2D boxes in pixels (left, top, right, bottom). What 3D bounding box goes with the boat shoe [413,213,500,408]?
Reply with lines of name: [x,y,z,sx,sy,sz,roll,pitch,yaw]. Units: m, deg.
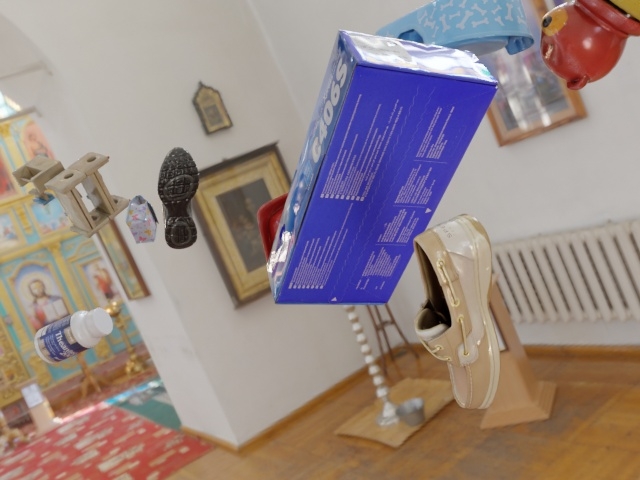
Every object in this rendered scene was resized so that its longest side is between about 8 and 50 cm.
boat shoe: [0.103,0.064,0.493,0.059,0.170,0.063,-14,19,-12]

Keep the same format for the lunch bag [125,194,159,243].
lunch bag: [-0.373,-0.047,1.294,0.053,0.071,0.083,-9,45,0]

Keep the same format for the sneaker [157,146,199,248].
sneaker: [-0.387,-0.121,1.639,0.109,0.286,0.130,-3,33,-22]

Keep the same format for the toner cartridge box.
toner cartridge box: [0.055,-0.063,0.732,0.165,0.075,0.347,4,-48,-20]

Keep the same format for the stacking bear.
stacking bear: [0.396,-0.332,0.783,0.164,0.175,0.289,15,-51,-26]

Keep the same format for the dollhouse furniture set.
dollhouse furniture set: [-0.540,-0.114,1.342,0.184,0.129,0.129,17,48,32]

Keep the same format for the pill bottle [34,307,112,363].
pill bottle: [-0.422,0.161,1.057,0.120,0.067,0.067,-24,2,13]

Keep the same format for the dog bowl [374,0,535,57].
dog bowl: [0.191,-0.312,0.956,0.166,0.074,0.297,-7,4,-28]

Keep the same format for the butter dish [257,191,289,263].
butter dish: [0.000,0.000,0.967,0.118,0.159,0.160,13,31,44]
